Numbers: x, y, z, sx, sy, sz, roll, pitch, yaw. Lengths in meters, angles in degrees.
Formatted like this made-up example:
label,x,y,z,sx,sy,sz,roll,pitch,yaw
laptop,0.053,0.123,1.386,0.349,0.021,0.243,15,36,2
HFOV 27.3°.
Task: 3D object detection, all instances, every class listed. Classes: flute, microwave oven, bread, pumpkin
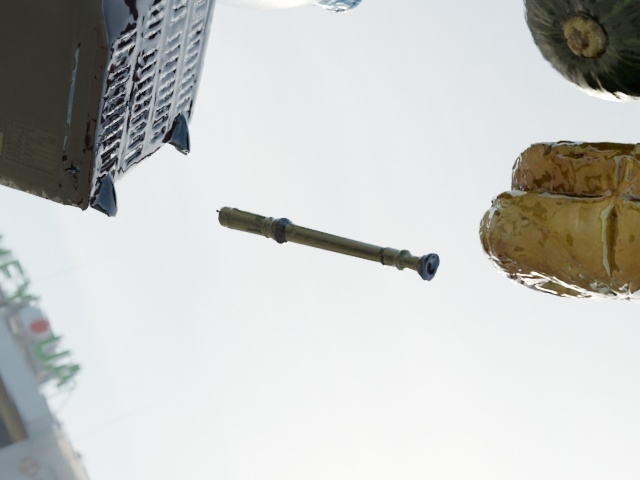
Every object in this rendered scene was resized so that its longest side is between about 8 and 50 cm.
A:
label,x,y,z,sx,sy,sz,roll,pitch,yaw
flute,0.000,0.000,1.150,0.233,0.027,0.027,13,-56,35
microwave oven,-0.194,-0.149,0.780,0.247,0.188,0.178,18,-66,9
bread,0.249,-0.009,1.070,0.198,0.236,0.120,36,61,-75
pumpkin,0.240,-0.188,1.037,0.167,0.125,0.167,48,-23,28

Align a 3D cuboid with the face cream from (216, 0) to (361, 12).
label,x,y,z,sx,sy,sz,roll,pitch,yaw
face cream,-0.056,-0.293,1.397,0.163,0.337,0.080,-9,-93,31
